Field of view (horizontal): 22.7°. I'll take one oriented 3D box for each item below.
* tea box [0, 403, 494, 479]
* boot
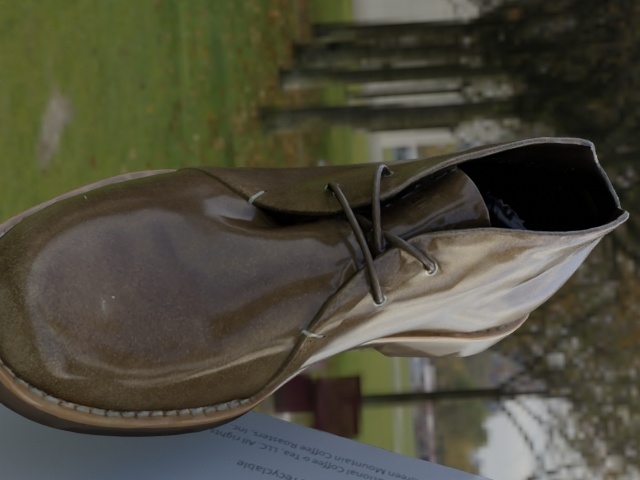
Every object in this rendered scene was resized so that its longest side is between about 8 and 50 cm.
[{"bbox_3d":[-0.127,0.237,0.689,0.220,0.329,0.323,-65,171,-57],"label":"tea box"},{"bbox_3d":[0.000,0.000,0.642,0.115,0.305,0.112,-36,-111,46],"label":"boot"}]
